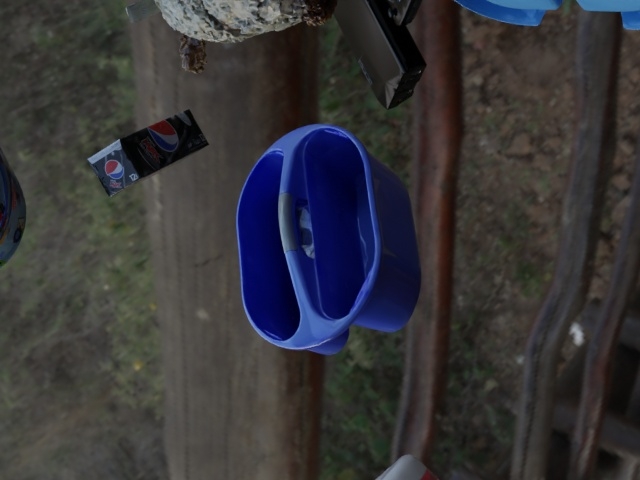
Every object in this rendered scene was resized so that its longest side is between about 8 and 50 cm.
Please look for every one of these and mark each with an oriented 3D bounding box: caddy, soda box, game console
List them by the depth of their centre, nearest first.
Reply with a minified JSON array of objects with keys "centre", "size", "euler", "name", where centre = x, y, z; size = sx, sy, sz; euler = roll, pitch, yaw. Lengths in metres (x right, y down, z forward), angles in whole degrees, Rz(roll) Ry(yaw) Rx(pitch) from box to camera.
[{"centre":[-0.204,-0.108,1.436],"size":[0.060,0.169,0.053],"euler":[-27,96,28],"name":"soda box"},{"centre":[0.091,-0.341,1.582],"size":[0.213,0.044,0.361],"euler":[64,162,16],"name":"game console"},{"centre":[0.000,0.000,1.699],"size":[0.241,0.179,0.341],"euler":[-24,58,30],"name":"caddy"}]

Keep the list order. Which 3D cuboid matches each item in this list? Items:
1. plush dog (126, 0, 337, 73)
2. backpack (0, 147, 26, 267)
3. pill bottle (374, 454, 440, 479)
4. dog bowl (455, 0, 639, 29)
[{"centre":[-0.107,-0.313,1.467],"size":[0.225,0.262,0.210],"euler":[13,90,60],"name":"plush dog"},{"centre":[-0.280,-0.025,0.782],"size":[0.158,0.173,0.117],"euler":[63,155,-2],"name":"backpack"},{"centre":[0.134,0.369,1.107],"size":[0.318,0.176,0.176],"euler":[44,139,8],"name":"pill bottle"},{"centre":[0.277,-0.313,1.357],"size":[0.297,0.074,0.166],"euler":[10,167,36],"name":"dog bowl"}]
